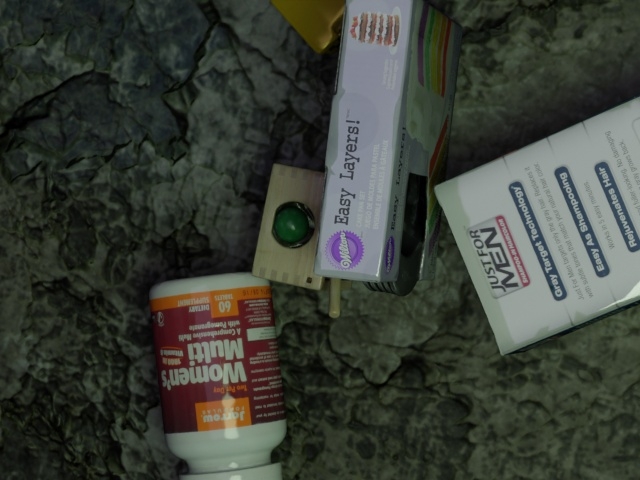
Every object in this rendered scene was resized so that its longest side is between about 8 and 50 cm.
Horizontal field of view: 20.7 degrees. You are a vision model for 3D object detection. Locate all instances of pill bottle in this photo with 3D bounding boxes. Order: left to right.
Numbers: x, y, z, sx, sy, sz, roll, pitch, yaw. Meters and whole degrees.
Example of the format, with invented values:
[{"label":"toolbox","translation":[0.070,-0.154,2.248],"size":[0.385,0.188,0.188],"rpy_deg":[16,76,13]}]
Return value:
[{"label":"pill bottle","translation":[-0.097,0.145,1.707],"size":[0.121,0.121,0.221],"rpy_deg":[-8,86,16]}]

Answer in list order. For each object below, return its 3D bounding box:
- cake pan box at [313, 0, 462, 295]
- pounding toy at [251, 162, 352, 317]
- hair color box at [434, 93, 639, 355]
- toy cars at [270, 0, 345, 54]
[{"label":"cake pan box","translation":[0.065,-0.085,1.601],"size":[0.070,0.246,0.267],"rpy_deg":[7,90,17]},{"label":"pounding toy","translation":[0.000,0.000,1.671],"size":[0.100,0.141,0.130],"rpy_deg":[12,92,16]},{"label":"hair color box","translation":[0.299,-0.038,1.602],"size":[0.347,0.105,0.174],"rpy_deg":[-23,82,14]},{"label":"toy cars","translation":[0.064,-0.365,1.694],"size":[0.176,0.087,0.393],"rpy_deg":[7,87,18]}]
